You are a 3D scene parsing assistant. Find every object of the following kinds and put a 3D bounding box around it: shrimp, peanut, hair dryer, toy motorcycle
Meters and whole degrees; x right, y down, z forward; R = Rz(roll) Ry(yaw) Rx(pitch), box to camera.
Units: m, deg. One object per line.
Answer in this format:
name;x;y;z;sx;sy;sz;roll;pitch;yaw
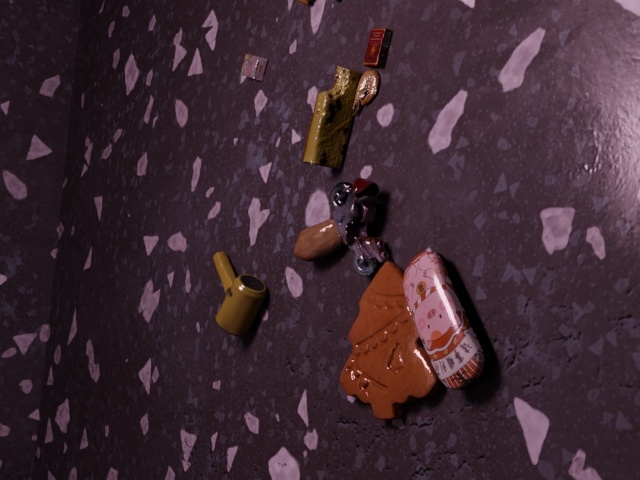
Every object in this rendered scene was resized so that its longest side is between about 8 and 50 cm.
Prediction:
shrimp;0.099;-0.317;1.797;0.059;0.023;0.108;31;108;45
peanut;0.000;0.000;1.817;0.152;0.076;0.076;-26;61;45
hair dryer;-0.223;0.106;2.121;0.134;0.090;0.278;-64;31;24
toy motorcycle;0.090;-0.037;1.694;0.122;0.082;0.213;-38;64;44

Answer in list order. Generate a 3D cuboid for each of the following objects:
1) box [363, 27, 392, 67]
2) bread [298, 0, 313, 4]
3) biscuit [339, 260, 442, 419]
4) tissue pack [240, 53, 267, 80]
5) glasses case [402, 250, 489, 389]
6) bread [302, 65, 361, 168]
box;0.123;-0.413;1.782;0.051;0.023;0.082;19;98;57
bread;-0.076;-0.716;2.054;0.129;0.134;0.260;-44;48;40
biscuit;0.127;0.191;1.606;0.284;0.043;0.306;-17;68;53
tissue pack;-0.179;-0.468;2.232;0.083;0.035;0.063;29;106;55
glasses case;0.218;0.137;1.464;0.103;0.067;0.266;-52;43;36
bread;0.028;-0.274;1.833;0.049;0.088;0.226;22;102;57
